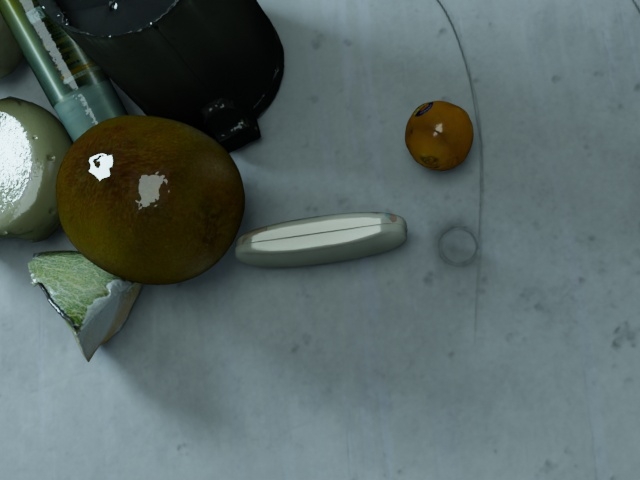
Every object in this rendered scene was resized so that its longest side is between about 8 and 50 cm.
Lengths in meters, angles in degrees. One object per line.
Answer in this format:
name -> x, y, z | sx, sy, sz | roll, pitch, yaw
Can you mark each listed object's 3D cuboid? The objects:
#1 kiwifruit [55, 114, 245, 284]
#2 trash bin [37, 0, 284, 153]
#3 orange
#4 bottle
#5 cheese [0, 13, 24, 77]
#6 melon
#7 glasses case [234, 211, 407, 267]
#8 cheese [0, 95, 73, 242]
kiwifruit -> -0.205, -0.052, 1.223 | 0.234, 0.196, 0.196 | 25, 81, 42
trash bin -> -0.177, -0.259, 1.218 | 0.203, 0.301, 0.252 | -25, 69, 6
orange -> 0.139, -0.122, 1.220 | 0.084, 0.083, 0.083 | -4, 74, 13
bottle -> -0.334, -0.245, 1.317 | 0.082, 0.082, 0.286 | -28, 93, 5
cheese -> -0.527, -0.411, 1.438 | 0.328, 0.129, 0.351 | 11, 80, 15
melon -> -0.277, 0.064, 1.279 | 0.140, 0.093, 0.202 | -19, 37, -19
glasses case -> 0.000, 0.000, 1.219 | 0.204, 0.081, 0.051 | -8, 75, 10
cheese -> -0.393, -0.091, 1.338 | 0.175, 0.091, 0.202 | -4, 72, 13
